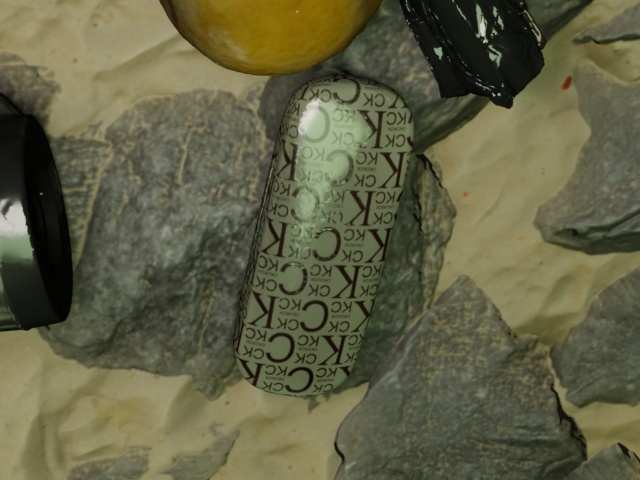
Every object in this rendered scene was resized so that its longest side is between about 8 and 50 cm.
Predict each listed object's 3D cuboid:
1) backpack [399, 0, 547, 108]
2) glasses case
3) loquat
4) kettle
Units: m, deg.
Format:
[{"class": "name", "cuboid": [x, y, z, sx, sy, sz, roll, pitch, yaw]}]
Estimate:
[{"class": "backpack", "cuboid": [0.149, -0.220, 1.654, 0.106, 0.120, 0.165, -37, 117, -18]}, {"class": "glasses case", "cuboid": [0.000, 0.000, 1.733, 0.137, 0.085, 0.354, 9, 111, -13]}, {"class": "loquat", "cuboid": [-0.049, -0.266, 1.552, 0.238, 0.193, 0.238, -6, 138, -5]}, {"class": "kettle", "cuboid": [-0.393, -0.018, 1.591, 0.271, 0.207, 0.250, -10, 122, 2]}]
